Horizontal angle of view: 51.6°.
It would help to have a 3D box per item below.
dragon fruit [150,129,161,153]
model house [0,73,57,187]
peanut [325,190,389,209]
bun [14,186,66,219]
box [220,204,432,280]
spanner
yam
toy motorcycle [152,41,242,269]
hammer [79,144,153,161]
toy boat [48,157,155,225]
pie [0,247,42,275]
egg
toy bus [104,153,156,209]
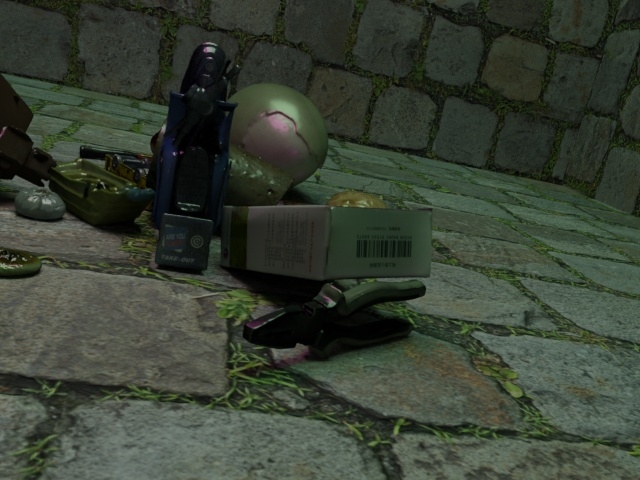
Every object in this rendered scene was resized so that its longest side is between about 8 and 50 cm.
[{"bbox_3d":[-0.290,-0.162,1.439,0.126,0.161,0.274,-13,-3,-25],"label":"dragon fruit"},{"bbox_3d":[-0.596,-0.160,1.157,0.243,0.204,0.212,29,50,-27],"label":"model house"},{"bbox_3d":[0.078,-0.049,1.420,0.140,0.109,0.159,11,9,30],"label":"peanut"},{"bbox_3d":[-0.479,-0.065,1.135,0.083,0.045,0.083,13,19,-5],"label":"bun"},{"bbox_3d":[0.000,0.000,1.030,0.200,0.107,0.299,1,0,-36],"label":"box"},{"bbox_3d":[0.030,0.100,0.857,0.324,0.096,0.040,-2,22,-46],"label":"spanner"},{"bbox_3d":[-0.203,-0.119,1.278,0.267,0.161,0.161,27,11,-16],"label":"yam"},{"bbox_3d":[-0.199,-0.145,1.080,0.125,0.359,0.212,7,7,-14],"label":"toy motorcycle"},{"bbox_3d":[-0.480,-0.218,1.726,0.287,0.033,0.111,3,17,-32],"label":"hammer"},{"bbox_3d":[-0.411,-0.087,1.215,0.276,0.084,0.111,21,19,39],"label":"toy boat"},{"bbox_3d":[-0.420,0.027,0.894,0.083,0.021,0.084,13,15,-3],"label":"pie"},{"bbox_3d":[-0.122,-0.264,1.723,0.278,0.279,0.336,4,17,-29],"label":"egg"},{"bbox_3d":[-0.377,-0.127,1.398,0.081,0.074,0.226,-3,22,-44],"label":"toy bus"}]
